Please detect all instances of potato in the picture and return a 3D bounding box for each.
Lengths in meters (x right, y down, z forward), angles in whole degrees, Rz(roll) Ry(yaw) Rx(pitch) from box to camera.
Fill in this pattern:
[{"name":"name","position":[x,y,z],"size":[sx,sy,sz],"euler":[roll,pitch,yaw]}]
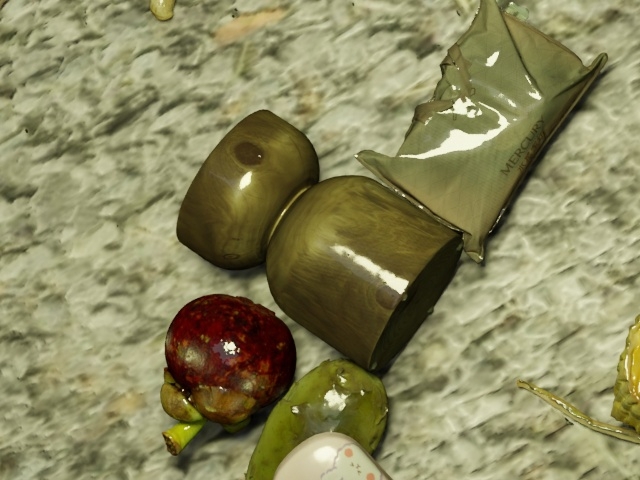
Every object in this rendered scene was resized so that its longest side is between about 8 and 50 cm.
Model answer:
[{"name":"potato","position":[-0.010,0.229,1.862],"size":[0.117,0.090,0.225],"euler":[33,96,9]}]

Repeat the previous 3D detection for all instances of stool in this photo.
[{"name":"stool","position":[0.000,0.000,1.851],"size":[0.264,0.179,0.179],"euler":[34,89,16]}]

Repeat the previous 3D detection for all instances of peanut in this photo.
[{"name":"peanut","position":[-0.193,-0.299,2.015],"size":[0.037,0.037,0.083],"euler":[-23,75,8]}]

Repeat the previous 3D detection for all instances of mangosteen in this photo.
[{"name":"mangosteen","position":[-0.101,0.150,1.872],"size":[0.146,0.156,0.181],"euler":[5,91,-6]}]

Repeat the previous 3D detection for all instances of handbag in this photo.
[{"name":"handbag","position":[0.173,-0.135,1.868],"size":[0.182,0.117,0.270],"euler":[33,91,0]}]

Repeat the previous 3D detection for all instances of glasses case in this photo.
[{"name":"glasses case","position":[0.071,0.329,1.800],"size":[0.113,0.075,0.297],"euler":[-42,96,4]}]

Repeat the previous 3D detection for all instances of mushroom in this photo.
[{"name":"mushroom","position":[0.339,0.215,1.826],"size":[0.286,0.028,0.026],"euler":[30,131,16]}]

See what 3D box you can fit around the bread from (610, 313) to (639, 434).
[{"name":"bread","position":[0.426,0.161,1.755],"size":[0.250,0.133,0.179],"euler":[26,85,13]}]
